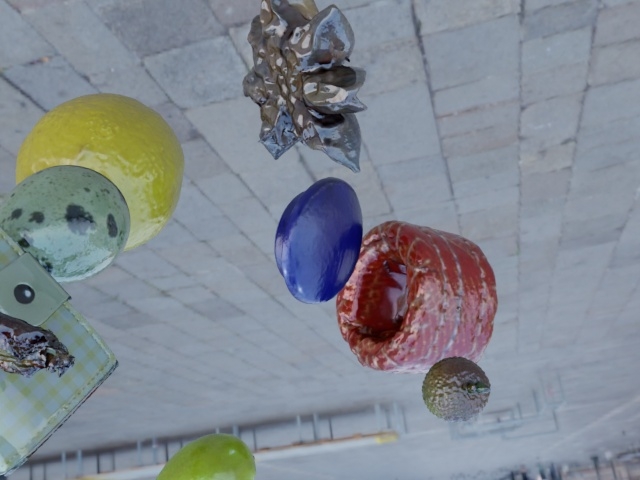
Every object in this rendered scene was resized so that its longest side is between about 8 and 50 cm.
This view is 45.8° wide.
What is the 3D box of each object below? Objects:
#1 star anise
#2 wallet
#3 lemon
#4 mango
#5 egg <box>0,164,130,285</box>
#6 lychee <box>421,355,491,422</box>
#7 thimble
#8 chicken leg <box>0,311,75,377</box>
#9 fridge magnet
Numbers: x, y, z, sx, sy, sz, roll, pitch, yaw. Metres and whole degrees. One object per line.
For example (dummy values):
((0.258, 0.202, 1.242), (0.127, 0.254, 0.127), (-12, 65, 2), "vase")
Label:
((-0.028, -0.226, 1.122), (0.108, 0.315, 0.315), (-16, 168, -35), "star anise")
((-0.416, 0.105, 0.936), (0.077, 0.309, 0.223), (-22, -162, 45), "wallet")
((-0.418, -0.128, 1.470), (0.336, 0.335, 0.336), (-7, 160, -2), "lemon")
((-0.233, 0.470, 1.386), (0.273, 0.149, 0.185), (-50, 165, 1), "mango")
((-0.386, -0.018, 1.119), (0.177, 0.177, 0.228), (-20, -172, 31), "egg")
((0.230, 0.252, 1.284), (0.114, 0.114, 0.146), (1, 167, -23), "lychee")
((0.214, 0.139, 1.710), (0.231, 0.349, 0.350), (7, 155, -32), "thimble")
((-0.374, 0.079, 0.784), (0.253, 0.051, 0.106), (35, 145, -28), "chicken leg")
((0.000, 0.000, 1.553), (0.113, 0.265, 0.265), (13, 173, 32), "fridge magnet")
